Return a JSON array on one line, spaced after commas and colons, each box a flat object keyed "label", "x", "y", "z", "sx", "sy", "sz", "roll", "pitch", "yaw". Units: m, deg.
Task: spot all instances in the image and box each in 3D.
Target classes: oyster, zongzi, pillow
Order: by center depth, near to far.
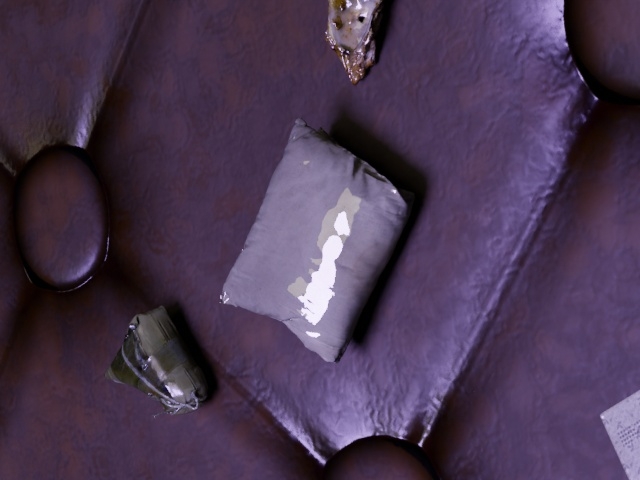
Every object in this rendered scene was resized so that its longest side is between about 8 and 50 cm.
[{"label": "oyster", "x": 0.033, "y": -0.207, "z": 1.552, "sx": 0.086, "sy": 0.029, "sz": 0.132, "roll": 47, "pitch": 123, "yaw": 37}, {"label": "pillow", "x": 0.000, "y": 0.000, "z": 1.556, "sx": 0.134, "sy": 0.078, "sz": 0.181, "roll": 33, "pitch": 109, "yaw": 33}, {"label": "zongzi", "x": -0.158, "y": 0.138, "z": 1.718, "sx": 0.109, "sy": 0.055, "sz": 0.119, "roll": 57, "pitch": 136, "yaw": 22}]

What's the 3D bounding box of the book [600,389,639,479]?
[{"label": "book", "x": 0.293, "y": 0.181, "z": 1.344, "sx": 0.127, "sy": 0.014, "sz": 0.181, "roll": -37, "pitch": 67, "yaw": 35}]
